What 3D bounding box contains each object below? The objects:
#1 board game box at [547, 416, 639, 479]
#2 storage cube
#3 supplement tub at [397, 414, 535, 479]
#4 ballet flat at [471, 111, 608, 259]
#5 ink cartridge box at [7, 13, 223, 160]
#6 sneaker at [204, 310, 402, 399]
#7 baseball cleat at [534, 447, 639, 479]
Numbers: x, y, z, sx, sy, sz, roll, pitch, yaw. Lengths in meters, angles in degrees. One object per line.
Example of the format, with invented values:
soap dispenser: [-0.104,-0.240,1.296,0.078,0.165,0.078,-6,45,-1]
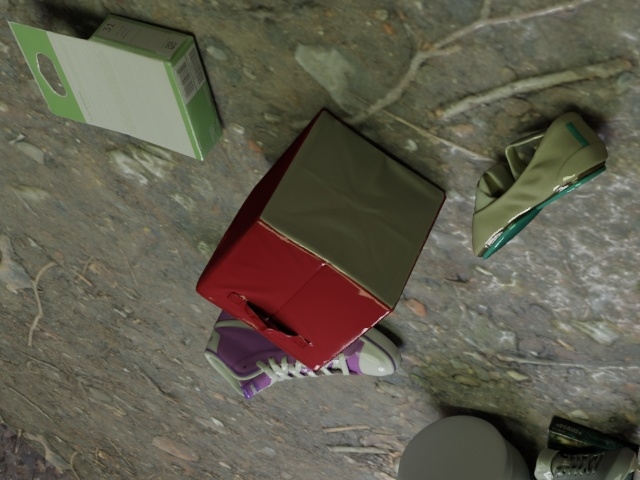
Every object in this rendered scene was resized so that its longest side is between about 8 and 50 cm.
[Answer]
board game box: [0.386,0.325,1.793,0.126,0.026,0.186,17,149,20]
storage cube: [0.000,0.000,1.444,0.184,0.215,0.193,35,144,-8]
supplement tub: [0.242,0.407,1.882,0.191,0.191,0.272,6,144,36]
ballet flat: [0.212,-0.059,1.305,0.086,0.086,0.248,33,149,-7]
ink cartridge box: [-0.244,-0.196,1.505,0.235,0.056,0.171,20,149,24]
sneaker: [-0.033,0.178,1.800,0.282,0.161,0.102,14,146,23]
baseball cleat: [0.355,0.319,1.712,0.109,0.072,0.206,34,148,6]
